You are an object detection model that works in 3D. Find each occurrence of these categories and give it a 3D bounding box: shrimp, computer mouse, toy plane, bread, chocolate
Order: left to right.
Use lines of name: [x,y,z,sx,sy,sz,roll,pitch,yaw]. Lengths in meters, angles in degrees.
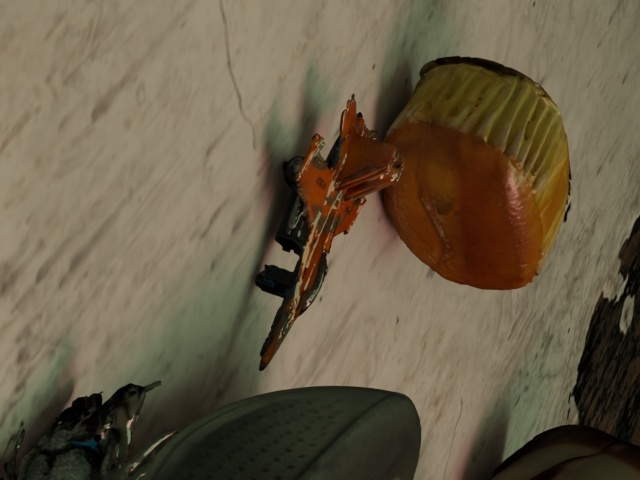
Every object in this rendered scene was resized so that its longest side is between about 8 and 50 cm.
shrimp: [-0.131,0.146,1.054,0.076,0.082,0.174,69,30,-55]
computer mouse: [-0.067,0.196,1.217,0.371,0.122,0.188,-36,146,-53]
toy plane: [-0.010,-0.004,1.320,0.188,0.062,0.135,-57,158,-4]
bread: [0.118,-0.044,1.500,0.114,0.132,0.190,-60,152,-35]
chocolate: [0.242,0.332,1.972,0.186,0.284,0.283,-16,121,-48]
